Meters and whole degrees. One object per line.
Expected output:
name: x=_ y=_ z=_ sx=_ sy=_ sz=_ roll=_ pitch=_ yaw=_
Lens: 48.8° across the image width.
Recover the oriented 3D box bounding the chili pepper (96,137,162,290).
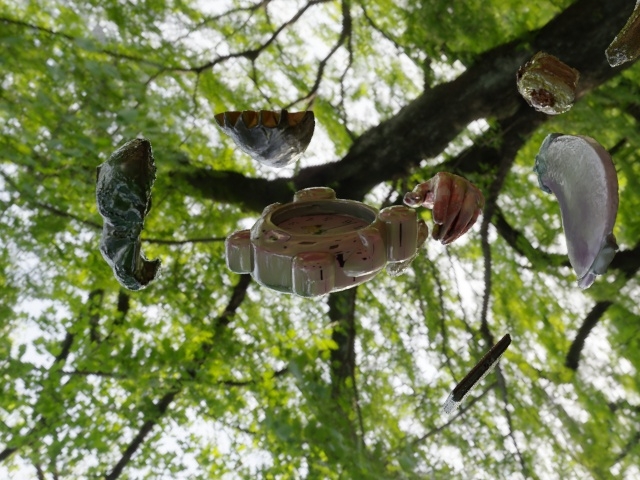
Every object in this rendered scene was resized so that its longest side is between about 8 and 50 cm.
chili pepper: x=-0.341 y=-0.044 z=1.225 sx=0.116 sy=0.264 sz=0.148 roll=2 pitch=-165 yaw=-3

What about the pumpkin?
pumpkin: x=-0.148 y=-0.243 z=1.714 sx=0.130 sy=0.254 sz=0.149 roll=-28 pitch=-62 yaw=-65

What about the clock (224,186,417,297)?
clock: x=0.000 y=0.000 z=1.315 sx=0.284 sy=0.114 sz=0.309 roll=18 pitch=-152 yaw=36

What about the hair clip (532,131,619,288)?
hair clip: x=0.323 y=-0.063 z=0.873 sx=0.095 sy=0.110 sz=0.358 roll=46 pitch=-155 yaw=-8

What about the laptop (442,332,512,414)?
laptop: x=0.279 y=0.242 z=1.260 sx=0.026 sy=0.154 sz=0.207 roll=44 pitch=170 yaw=18

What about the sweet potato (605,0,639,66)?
sweet potato: x=0.547 y=-0.395 z=1.150 sx=0.075 sy=0.273 sz=0.075 roll=27 pitch=172 yaw=4

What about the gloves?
gloves: x=0.261 y=-0.079 z=1.446 sx=0.145 sy=0.126 sz=0.241 roll=48 pitch=-166 yaw=-3

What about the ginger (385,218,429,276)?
ginger: x=0.197 y=0.027 z=1.629 sx=0.051 sy=0.173 sz=0.069 roll=26 pitch=-147 yaw=-15

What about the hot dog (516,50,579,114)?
hot dog: x=0.523 y=-0.359 z=1.634 sx=0.146 sy=0.103 sz=0.213 roll=34 pitch=-143 yaw=8
